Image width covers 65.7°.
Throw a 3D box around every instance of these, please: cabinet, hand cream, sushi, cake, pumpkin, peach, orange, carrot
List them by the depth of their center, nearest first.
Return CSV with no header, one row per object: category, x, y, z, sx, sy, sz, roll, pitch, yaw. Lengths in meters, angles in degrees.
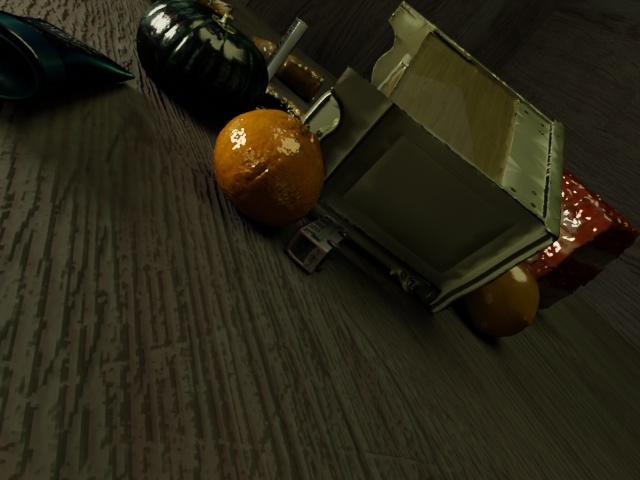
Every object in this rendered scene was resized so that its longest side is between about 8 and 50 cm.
hand cream,-0.268,-0.185,0.493,0.120,0.061,0.270,28,14,-18
orange,-0.056,-0.085,0.559,0.136,0.117,0.135,29,19,-11
cabinet,0.144,-0.122,0.720,0.318,0.227,0.289,36,47,-7
pumpkin,-0.167,-0.266,0.720,0.202,0.140,0.202,33,19,-13
peach,0.297,0.089,0.824,0.138,0.138,0.138,35,19,-14
sushi,-0.100,-0.301,1.073,0.193,0.043,0.279,21,27,-45
cake,0.561,-0.009,1.256,0.270,0.319,0.269,13,35,-44
carrot,-0.106,-0.542,1.527,0.263,0.102,0.102,37,19,-6

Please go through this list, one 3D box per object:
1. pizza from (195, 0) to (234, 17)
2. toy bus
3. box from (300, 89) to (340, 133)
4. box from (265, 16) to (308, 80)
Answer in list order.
pizza,-0.322,-0.583,1.219,0.161,0.085,0.305,24,10,22
toy bus,0.000,0.000,0.597,0.052,0.037,0.131,40,18,5
box,0.100,-0.170,1.004,0.274,0.138,0.178,47,15,3
box,-0.102,-0.534,1.385,0.036,0.177,0.115,33,21,-22
